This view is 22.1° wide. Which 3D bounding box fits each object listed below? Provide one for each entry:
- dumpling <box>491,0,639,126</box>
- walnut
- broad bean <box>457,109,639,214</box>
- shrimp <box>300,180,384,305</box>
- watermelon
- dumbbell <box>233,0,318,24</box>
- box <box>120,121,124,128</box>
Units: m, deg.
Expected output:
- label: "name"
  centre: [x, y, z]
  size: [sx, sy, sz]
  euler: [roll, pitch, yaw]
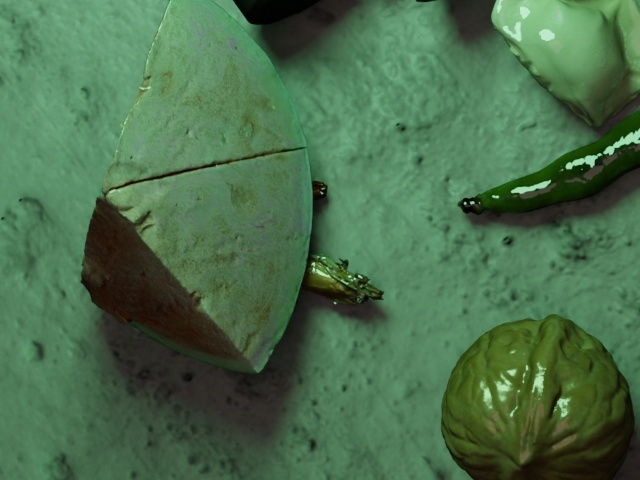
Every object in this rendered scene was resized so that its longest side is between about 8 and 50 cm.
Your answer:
- label: "dumpling"
  centre: [0.271, -0.215, 1.701]
  size: [0.169, 0.100, 0.134]
  euler: [45, 96, 9]
- label: "walnut"
  centre: [0.218, 0.177, 1.655]
  size: [0.213, 0.213, 0.213]
  euler: [0, 90, 13]
- label: "broad bean"
  centre: [0.287, -0.080, 1.725]
  size: [0.298, 0.043, 0.060]
  euler: [-27, 74, 13]
- label: "shrimp"
  centre: [0.001, 0.000, 1.796]
  size: [0.178, 0.034, 0.124]
  euler: [17, 91, 22]
- label: "watermelon"
  centre: [-0.165, -0.059, 1.753]
  size: [0.222, 0.319, 0.292]
  euler: [-4, 54, 44]
- label: "dumbbell"
  centre: [-0.072, -0.356, 1.753]
  size: [0.152, 0.152, 0.218]
  euler: [-36, 82, 10]
- label: "box"
  centre: [-0.147, -0.133, 1.837]
  size: [0.149, 0.020, 0.073]
  euler: [-29, 83, 11]
